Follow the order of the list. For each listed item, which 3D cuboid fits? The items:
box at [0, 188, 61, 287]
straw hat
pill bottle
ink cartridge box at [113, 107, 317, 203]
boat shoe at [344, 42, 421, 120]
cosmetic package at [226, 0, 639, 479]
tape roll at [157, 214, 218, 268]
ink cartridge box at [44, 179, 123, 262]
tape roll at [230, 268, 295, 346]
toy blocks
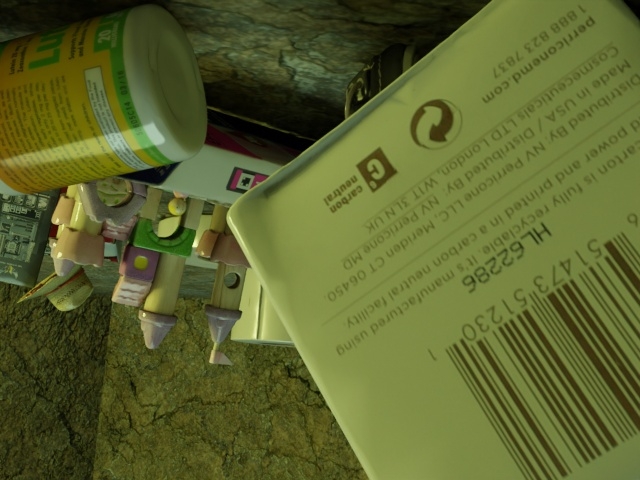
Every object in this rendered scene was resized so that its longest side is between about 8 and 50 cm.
[{"bbox_3d":[-0.511,-0.043,1.297,0.233,0.183,0.059,14,-162,-17],"label":"box"},{"bbox_3d":[-0.387,0.073,1.364,0.144,0.061,0.144,-34,-169,7],"label":"straw hat"},{"bbox_3d":[-0.238,-0.115,0.788,0.246,0.136,0.136,-11,167,14],"label":"pill bottle"},{"bbox_3d":[-0.099,-0.093,0.997,0.371,0.069,0.176,9,-159,-40],"label":"ink cartridge box"},{"bbox_3d":[0.061,-0.111,0.903,0.096,0.112,0.335,-2,174,8],"label":"boat shoe"},{"bbox_3d":[0.198,0.045,0.753,0.329,0.327,0.394,-37,158,13],"label":"cosmetic package"},{"bbox_3d":[-0.156,0.014,1.912,0.392,0.072,0.392,4,170,1],"label":"tape roll"},{"bbox_3d":[-0.477,-0.057,1.430,0.310,0.130,0.272,5,169,-10],"label":"ink cartridge box"},{"bbox_3d":[-0.067,0.143,1.924,0.246,0.169,0.246,4,172,1],"label":"tape roll"},{"bbox_3d":[-0.215,0.022,1.194,0.289,0.260,0.309,14,178,-23],"label":"toy blocks"}]
